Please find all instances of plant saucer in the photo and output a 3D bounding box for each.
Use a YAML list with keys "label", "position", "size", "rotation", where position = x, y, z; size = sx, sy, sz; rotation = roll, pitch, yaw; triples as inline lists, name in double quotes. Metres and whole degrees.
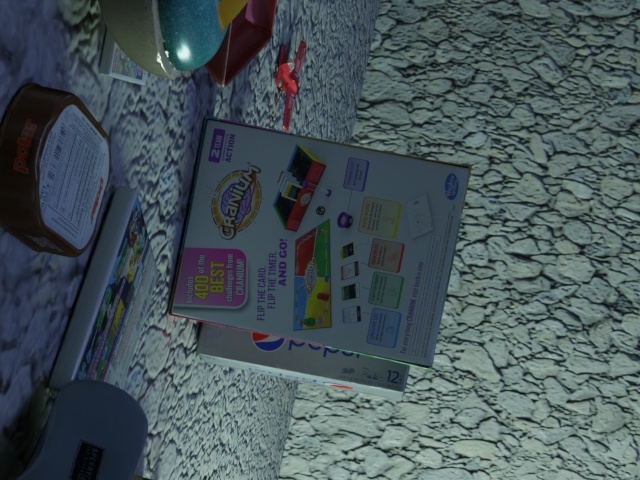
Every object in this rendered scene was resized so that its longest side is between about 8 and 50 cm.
- label: "plant saucer"
  position: [-0.083, -0.323, 1.450]
  size: [0.259, 0.047, 0.258]
  rotation: [-63, 164, -67]

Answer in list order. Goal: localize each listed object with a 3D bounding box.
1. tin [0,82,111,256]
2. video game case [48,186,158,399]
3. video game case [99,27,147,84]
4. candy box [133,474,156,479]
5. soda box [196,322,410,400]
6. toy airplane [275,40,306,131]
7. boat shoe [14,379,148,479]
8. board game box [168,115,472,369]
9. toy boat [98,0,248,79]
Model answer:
- label: "tin"
  position: [-0.194, -0.047, 0.971]
  size: [0.190, 0.040, 0.106]
  rotation: [72, 34, -79]
- label: "video game case"
  position: [-0.199, 0.078, 1.234]
  size: [0.183, 0.023, 0.201]
  rotation: [90, 14, -64]
- label: "video game case"
  position: [-0.162, -0.181, 1.135]
  size: [0.122, 0.011, 0.087]
  rotation: [-26, 127, -83]
- label: "candy box"
  position: [-0.206, 0.327, 1.502]
  size: [0.187, 0.053, 0.109]
  rotation: [84, 18, -75]
- label: "soda box"
  position: [-0.018, 0.144, 1.799]
  size: [0.098, 0.286, 0.091]
  rotation: [79, 22, -76]
- label: "toy airplane"
  position: [-0.049, -0.245, 2.020]
  size: [0.151, 0.028, 0.151]
  rotation: [10, 90, -84]
- label: "boat shoe"
  position: [-0.210, 0.222, 1.002]
  size: [0.306, 0.113, 0.105]
  rotation: [-91, -154, -65]
- label: "board game box"
  position: [0.000, 0.000, 1.550]
  size: [0.064, 0.316, 0.242]
  rotation: [-19, 121, -84]
- label: "toy boat"
  position: [-0.099, -0.232, 0.944]
  size: [0.318, 0.148, 0.267]
  rotation: [-63, 161, -68]
